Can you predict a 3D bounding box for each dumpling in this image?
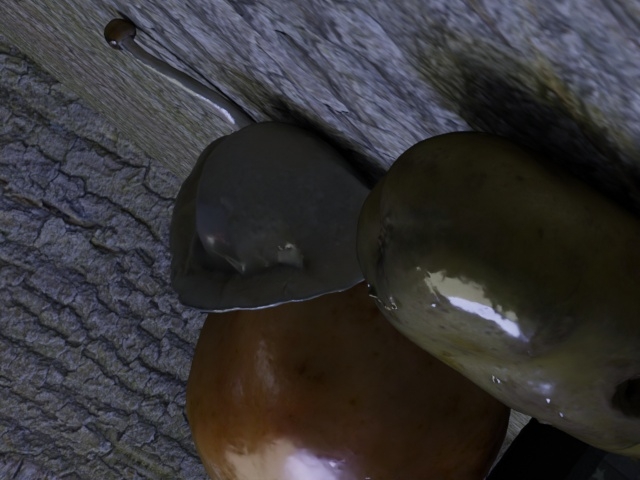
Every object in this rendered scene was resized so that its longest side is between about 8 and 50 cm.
[{"bbox_3d":[-0.060,-0.017,1.060,0.175,0.227,0.243,47,163,-13],"label":"dumpling"}]

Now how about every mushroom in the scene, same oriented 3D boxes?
[{"bbox_3d":[-0.132,-0.163,1.251,0.306,0.043,0.068,37,-168,-24],"label":"mushroom"}]

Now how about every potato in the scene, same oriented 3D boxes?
[{"bbox_3d":[0.150,0.039,0.655,0.296,0.141,0.192,39,158,-17],"label":"potato"}]

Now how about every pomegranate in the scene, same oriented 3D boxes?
[{"bbox_3d":[0.039,0.173,1.259,0.411,0.411,0.411,36,175,4],"label":"pomegranate"}]

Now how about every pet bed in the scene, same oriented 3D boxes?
[{"bbox_3d":[0.309,0.258,1.125,0.159,0.211,0.183,40,171,-11],"label":"pet bed"}]
